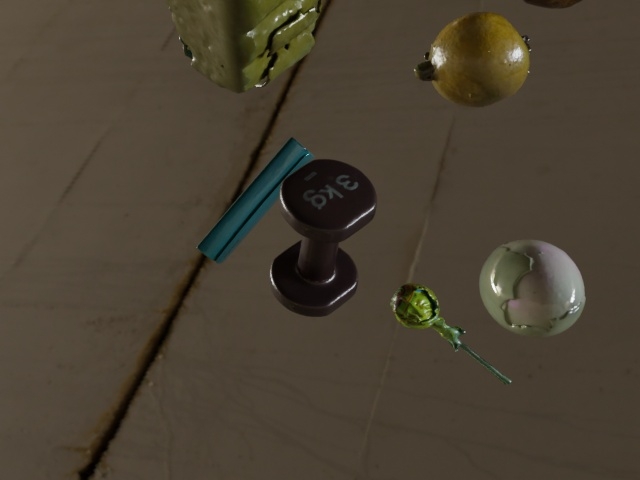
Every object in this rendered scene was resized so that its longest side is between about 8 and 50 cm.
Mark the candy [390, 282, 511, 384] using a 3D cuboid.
[{"bbox_3d":[0.231,0.168,1.490,0.077,0.262,0.073,-52,-170,-6],"label":"candy"}]

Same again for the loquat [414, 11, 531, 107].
[{"bbox_3d":[0.257,-0.301,1.451,0.205,0.172,0.149,-9,-100,1],"label":"loquat"}]

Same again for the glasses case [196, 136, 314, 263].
[{"bbox_3d":[-0.133,-0.083,1.808,0.301,0.070,0.117,-47,-178,5],"label":"glasses case"}]

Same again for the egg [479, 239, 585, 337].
[{"bbox_3d":[0.403,0.093,1.617,0.183,0.183,0.217,-31,-151,-15],"label":"egg"}]

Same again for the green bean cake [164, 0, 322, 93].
[{"bbox_3d":[-0.121,-0.341,0.890,0.310,0.285,0.202,38,-120,14],"label":"green bean cake"}]

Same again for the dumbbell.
[{"bbox_3d":[0.000,0.000,1.261,0.140,0.225,0.124,-35,-116,-30],"label":"dumbbell"}]

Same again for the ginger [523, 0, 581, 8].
[{"bbox_3d":[0.393,-0.545,1.598,0.172,0.321,0.165,13,-102,35],"label":"ginger"}]
